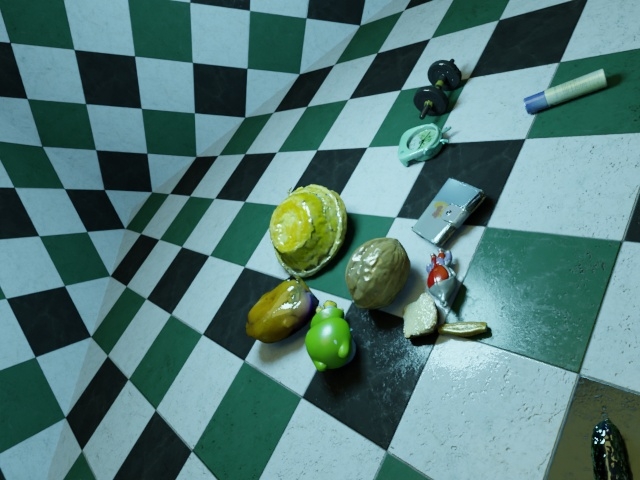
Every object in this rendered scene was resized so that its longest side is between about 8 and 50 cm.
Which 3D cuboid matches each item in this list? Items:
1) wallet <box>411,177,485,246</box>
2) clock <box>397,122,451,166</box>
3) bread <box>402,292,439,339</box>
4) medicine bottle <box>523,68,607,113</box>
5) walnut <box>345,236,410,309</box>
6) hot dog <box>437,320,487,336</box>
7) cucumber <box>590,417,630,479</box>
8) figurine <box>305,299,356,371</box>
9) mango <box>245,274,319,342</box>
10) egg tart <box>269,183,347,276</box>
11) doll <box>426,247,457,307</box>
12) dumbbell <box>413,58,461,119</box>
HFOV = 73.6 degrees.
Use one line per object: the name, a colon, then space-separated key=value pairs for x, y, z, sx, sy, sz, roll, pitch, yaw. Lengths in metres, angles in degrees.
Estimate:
wallet: x=0.413 y=-0.089 z=1.392 sx=0.231 sy=0.069 sz=0.170 roll=-52 pitch=33 yaw=3
clock: x=0.406 y=-0.376 z=1.657 sx=0.210 sy=0.066 sz=0.160 roll=-8 pitch=52 yaw=39
bread: x=0.293 y=0.224 z=1.244 sx=0.126 sy=0.044 sz=0.129 roll=-36 pitch=37 yaw=34
medicine bottle: x=0.787 y=-0.479 z=1.384 sx=0.230 sy=0.059 sz=0.059 roll=-15 pitch=48 yaw=36
walnut: x=0.180 y=0.101 z=1.349 sx=0.245 sy=0.198 sz=0.198 roll=-59 pitch=38 yaw=1
hot dog: x=0.382 y=0.241 z=1.155 sx=0.137 sy=0.028 sz=0.044 roll=-11 pitch=24 yaw=35
cucumber: x=0.541 y=0.455 z=0.785 sx=0.067 sy=0.067 sz=0.245 roll=-19 pitch=43 yaw=32
figurine: x=0.027 y=0.298 z=1.369 sx=0.162 sy=0.143 sz=0.263 roll=-30 pitch=29 yaw=12
mango: x=-0.142 y=0.261 z=1.538 sx=0.287 sy=0.153 sz=0.201 roll=-35 pitch=24 yaw=17
egg tart: x=-0.075 y=-0.050 z=1.689 sx=0.387 sy=0.169 sz=0.388 roll=-12 pitch=71 yaw=37
doll: x=0.354 y=0.109 z=1.261 sx=0.102 sy=0.075 sz=0.228 roll=-41 pitch=25 yaw=32
dumbbell: x=0.477 y=-0.619 z=1.742 sx=0.143 sy=0.143 sz=0.326 roll=9 pitch=63 yaw=48
